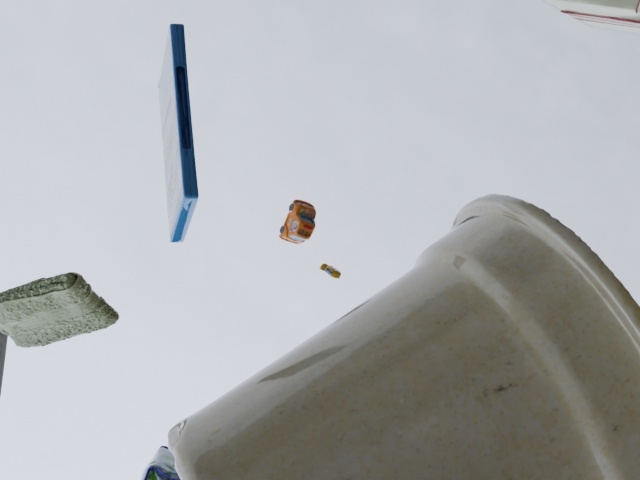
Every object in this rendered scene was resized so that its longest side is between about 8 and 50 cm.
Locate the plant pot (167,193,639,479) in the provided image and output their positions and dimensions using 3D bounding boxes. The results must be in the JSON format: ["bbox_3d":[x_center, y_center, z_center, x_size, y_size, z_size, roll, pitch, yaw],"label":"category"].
[{"bbox_3d":[0.064,0.175,0.681,0.305,0.334,0.334,-24,-110,-13],"label":"plant pot"}]

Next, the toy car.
[{"bbox_3d":[0.000,0.000,1.172,0.122,0.060,0.040,39,177,-33],"label":"toy car"}]

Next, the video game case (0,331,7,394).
[{"bbox_3d":[-0.550,0.165,1.359,0.143,0.019,0.157,14,-138,-24],"label":"video game case"}]

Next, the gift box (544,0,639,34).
[{"bbox_3d":[0.540,-0.436,1.458,0.258,0.276,0.255,21,-165,40],"label":"gift box"}]

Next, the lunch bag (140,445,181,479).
[{"bbox_3d":[-0.225,0.390,1.289,0.096,0.151,0.129,22,179,-1],"label":"lunch bag"}]

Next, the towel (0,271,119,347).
[{"bbox_3d":[-0.334,0.089,1.105,0.110,0.148,0.027,58,-158,-47],"label":"towel"}]

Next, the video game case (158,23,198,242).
[{"bbox_3d":[-0.131,-0.095,0.823,0.015,0.119,0.166,-2,-109,-16],"label":"video game case"}]
